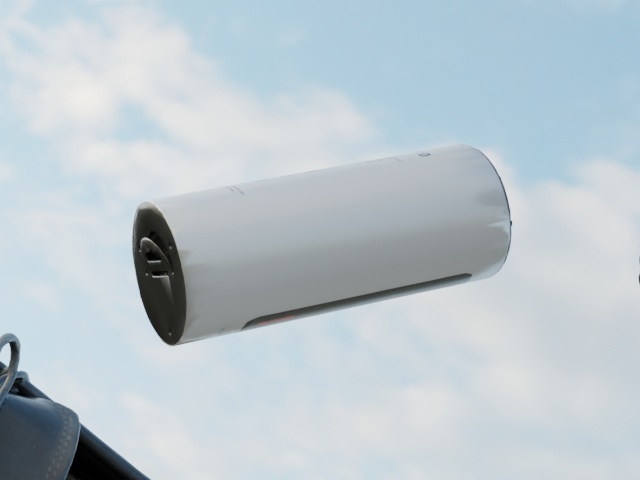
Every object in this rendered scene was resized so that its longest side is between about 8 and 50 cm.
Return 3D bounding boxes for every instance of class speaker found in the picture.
[{"bbox_3d":[0.000,0.000,0.587,0.136,0.055,0.055,-11,-15,-25],"label":"speaker"}]

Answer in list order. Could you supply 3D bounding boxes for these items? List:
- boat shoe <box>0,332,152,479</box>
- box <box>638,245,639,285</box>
[{"bbox_3d":[-0.230,0.144,0.967,0.156,0.187,0.500,-9,-43,40],"label":"boat shoe"},{"bbox_3d":[0.286,-0.026,1.141,0.093,0.158,0.156,2,-74,17],"label":"box"}]
